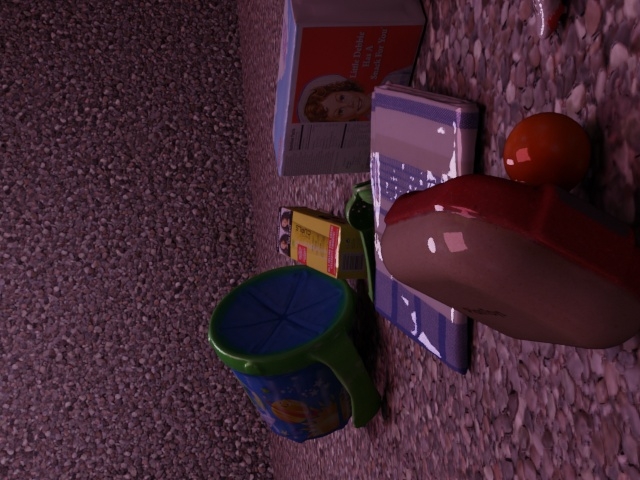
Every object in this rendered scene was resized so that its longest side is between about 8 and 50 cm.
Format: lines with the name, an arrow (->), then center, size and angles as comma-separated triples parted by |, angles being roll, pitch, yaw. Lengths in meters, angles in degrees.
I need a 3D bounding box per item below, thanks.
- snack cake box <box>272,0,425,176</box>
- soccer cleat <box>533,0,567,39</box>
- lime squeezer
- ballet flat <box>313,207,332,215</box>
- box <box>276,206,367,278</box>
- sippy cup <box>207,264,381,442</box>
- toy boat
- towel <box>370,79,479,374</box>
snack cake box -> 0.025, -0.198, 0.992 | 0.264, 0.152, 0.089 | 102, 163, -54
soccer cleat -> 0.160, -0.187, 0.570 | 0.029, 0.036, 0.083 | -111, 20, -59
lime squeezer -> 0.072, -0.037, 1.052 | 0.310, 0.059, 0.109 | 104, 161, -56
ballet flat -> 0.000, -0.016, 1.452 | 0.221, 0.077, 0.079 | -141, 67, -69
box -> 0.000, 0.000, 1.280 | 0.232, 0.058, 0.087 | 22, 110, 61
sippy cup -> -0.037, 0.195, 1.279 | 0.305, 0.240, 0.224 | -99, -6, -58
toy boat -> 0.138, -0.019, 0.549 | 0.151, 0.151, 0.231 | -64, 8, -8
towel -> 0.110, -0.023, 0.858 | 0.209, 0.034, 0.284 | -145, 49, -64
